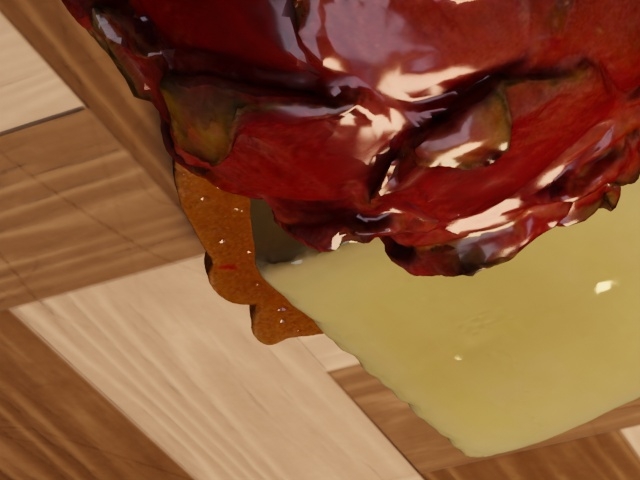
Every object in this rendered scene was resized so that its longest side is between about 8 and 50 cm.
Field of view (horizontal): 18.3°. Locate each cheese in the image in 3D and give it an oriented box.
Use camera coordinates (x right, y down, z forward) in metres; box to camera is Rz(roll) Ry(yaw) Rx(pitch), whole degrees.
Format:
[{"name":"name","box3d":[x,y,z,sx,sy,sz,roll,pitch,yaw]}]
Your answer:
[{"name":"cheese","box3d":[0.124,-0.004,1.181,0.242,0.124,0.265,-26,136,21]}]

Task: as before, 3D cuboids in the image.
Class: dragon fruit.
[{"name":"dragon fruit","box3d":[0.031,-0.133,0.914,0.277,0.277,0.342,-21,129,27]}]

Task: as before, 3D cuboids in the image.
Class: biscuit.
[{"name":"biscuit","box3d":[0.000,0.000,1.280,0.183,0.043,0.280,-32,132,25]}]
